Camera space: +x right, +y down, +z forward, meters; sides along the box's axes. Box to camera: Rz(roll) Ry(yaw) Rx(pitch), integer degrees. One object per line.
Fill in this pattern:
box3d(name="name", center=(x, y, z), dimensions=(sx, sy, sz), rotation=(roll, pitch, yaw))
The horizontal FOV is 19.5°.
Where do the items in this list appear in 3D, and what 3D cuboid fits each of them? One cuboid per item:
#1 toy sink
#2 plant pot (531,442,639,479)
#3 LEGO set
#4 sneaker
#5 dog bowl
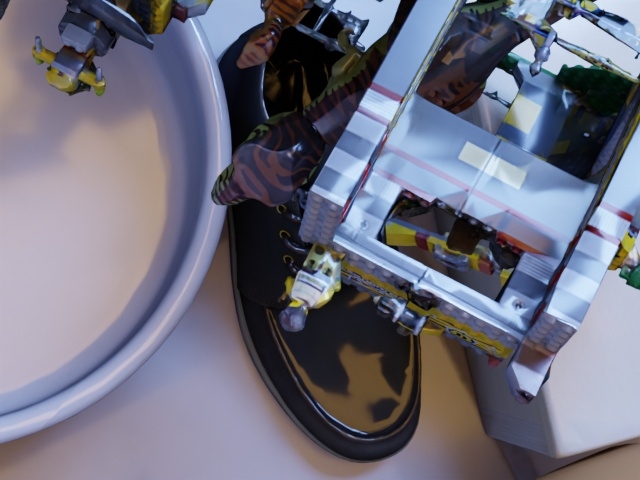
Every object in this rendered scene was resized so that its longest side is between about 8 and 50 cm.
box3d(name="toy sink", center=(0.139, -0.031, 0.902), dimensions=(0.153, 0.131, 0.234), rotation=(-14, 93, -11))
box3d(name="plant pot", center=(0.122, 0.226, 0.816), dimensions=(0.203, 0.291, 0.291), rotation=(-34, 92, -27))
box3d(name="LEGO set", center=(-0.005, -0.051, 0.697), dimensions=(0.331, 0.255, 0.192), rotation=(30, 71, -5))
box3d(name="sneaker", center=(0.000, 0.000, 0.879), dimensions=(0.083, 0.118, 0.222), rotation=(-18, 88, -11))
box3d(name="dog bowl", center=(-0.177, -0.035, 0.858), dimensions=(0.265, 0.104, 0.264), rotation=(1, 84, -10))
